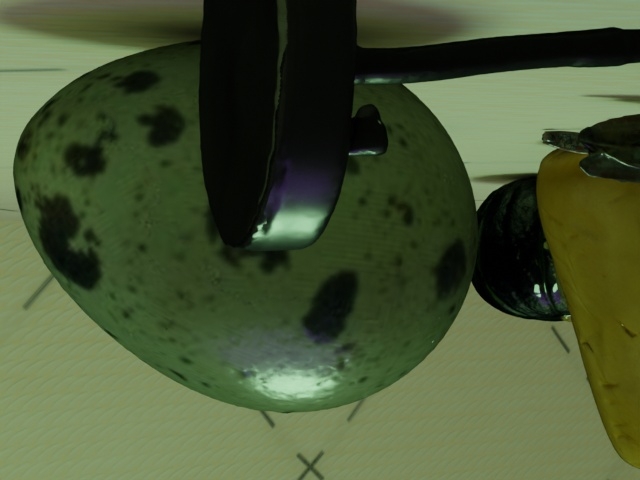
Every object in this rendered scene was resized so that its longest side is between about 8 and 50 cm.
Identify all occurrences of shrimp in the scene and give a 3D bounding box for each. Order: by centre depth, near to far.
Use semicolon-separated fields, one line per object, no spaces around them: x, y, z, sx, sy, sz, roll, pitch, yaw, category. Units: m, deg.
0.315;-0.067;1.035;0.296;0.058;0.169;-4;174;-25;shrimp

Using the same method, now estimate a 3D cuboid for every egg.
-0.034;-0.012;0.766;0.228;0.177;0.177;19;170;-24;egg

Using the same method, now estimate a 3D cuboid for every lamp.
0.115;-0.081;0.541;0.371;0.130;0.108;-16;-129;-30;lamp

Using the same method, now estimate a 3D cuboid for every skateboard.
0.196;-0.073;1.193;0.064;0.032;0.083;10;-178;7;skateboard

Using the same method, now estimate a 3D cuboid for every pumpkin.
0.269;0.009;1.780;0.221;0.161;0.220;-5;177;0;pumpkin

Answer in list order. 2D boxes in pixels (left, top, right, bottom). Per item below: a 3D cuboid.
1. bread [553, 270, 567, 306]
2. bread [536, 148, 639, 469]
0.361;0.001;1.505;0.306;0.158;0.305;-4;178;0;bread
0.267;0.060;1.346;0.142;0.305;0.091;0;-155;46;bread
